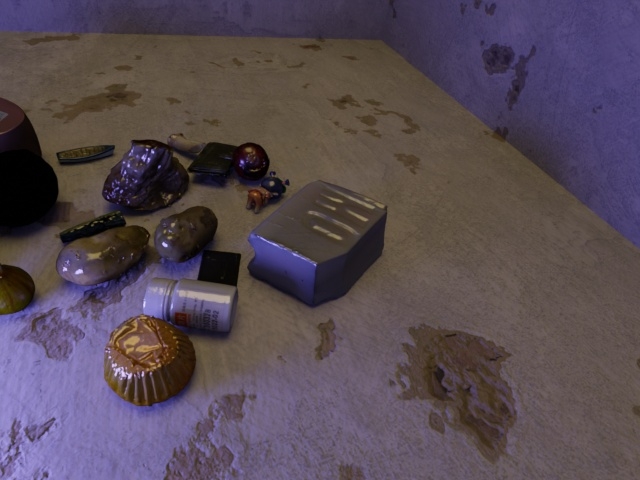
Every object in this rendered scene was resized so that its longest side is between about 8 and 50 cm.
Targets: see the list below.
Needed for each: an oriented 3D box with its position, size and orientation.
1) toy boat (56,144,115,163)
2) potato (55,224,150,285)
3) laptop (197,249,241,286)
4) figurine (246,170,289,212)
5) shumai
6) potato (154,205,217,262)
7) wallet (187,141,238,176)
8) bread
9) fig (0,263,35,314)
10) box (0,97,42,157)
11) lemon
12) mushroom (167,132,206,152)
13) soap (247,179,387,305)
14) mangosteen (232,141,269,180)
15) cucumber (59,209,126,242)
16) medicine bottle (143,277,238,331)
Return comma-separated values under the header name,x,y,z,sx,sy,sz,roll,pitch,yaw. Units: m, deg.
name,x,y,z,sx,sy,sz,roll,pitch,yaw
toy boat,-0.990,-0.367,1.899,0.228,0.046,0.080,-18,47,-29
potato,-0.678,0.043,1.428,0.191,0.142,0.296,18,39,34
laptop,-0.344,0.103,1.521,0.135,0.016,0.197,5,41,-9
figurine,-0.214,-0.199,1.826,0.111,0.102,0.195,29,43,17
shumai,-0.661,-0.279,1.688,0.345,0.283,0.217,-27,54,-35
potato,-0.454,-0.021,1.530,0.164,0.165,0.262,25,31,16
wallet,-0.459,-0.361,1.967,0.168,0.044,0.317,7,30,0
bread,-0.445,0.309,1.172,0.239,0.139,0.240,7,44,-7
fig,-0.888,0.121,1.261,0.142,0.186,0.148,10,46,-27
box,-1.258,-0.402,1.712,0.300,0.216,0.301,10,49,-12
lemon,-1.039,-0.181,1.528,0.244,0.246,0.320,8,32,-2
mushroom,-0.598,-0.434,2.016,0.209,0.071,0.084,20,33,30
soap,0.000,0.000,1.566,0.350,0.213,0.435,28,45,18
mangosteen,-0.299,-0.344,1.943,0.165,0.166,0.180,6,14,-5
cucumber,-0.795,-0.040,1.563,0.211,0.062,0.078,-30,21,-30
medicine bottle,-0.379,0.186,1.323,0.251,0.145,0.145,11,41,-3
